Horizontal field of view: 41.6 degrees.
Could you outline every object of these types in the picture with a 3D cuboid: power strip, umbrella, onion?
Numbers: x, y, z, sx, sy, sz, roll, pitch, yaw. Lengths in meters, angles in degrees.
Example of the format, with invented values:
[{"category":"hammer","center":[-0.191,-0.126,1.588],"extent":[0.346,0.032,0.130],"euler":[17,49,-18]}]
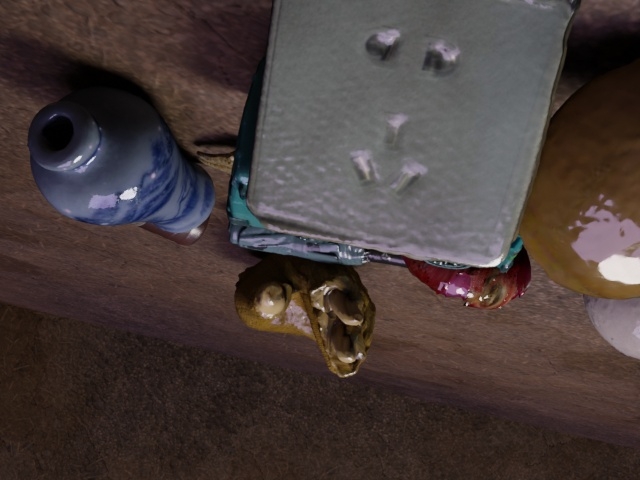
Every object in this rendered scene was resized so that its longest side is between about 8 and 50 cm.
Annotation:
[{"category":"power strip","center":[0.059,-0.094,0.586],"extent":[0.199,0.064,0.213],"euler":[12,120,3]},{"category":"umbrella","center":[-0.001,0.002,1.108],"extent":[0.251,0.053,0.052],"euler":[11,164,9]},{"category":"onion","center":[0.163,-0.009,0.882],"extent":[0.150,0.140,0.150],"euler":[16,-152,-9]}]

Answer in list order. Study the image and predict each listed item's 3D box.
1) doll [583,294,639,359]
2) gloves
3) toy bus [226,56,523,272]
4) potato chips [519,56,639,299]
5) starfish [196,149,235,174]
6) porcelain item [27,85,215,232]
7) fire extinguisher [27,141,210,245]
[{"category":"doll","center":[0.380,0.030,0.775],"extent":[0.151,0.150,0.287],"euler":[20,157,-24]},{"category":"gloves","center":[-0.020,0.085,1.230],"extent":[0.203,0.155,0.356],"euler":[28,177,-22]},{"category":"toy bus","center":[0.050,-0.064,0.705],"extent":[0.256,0.128,0.147],"euler":[10,162,2]},{"category":"potato chips","center":[0.239,-0.031,0.583],"extent":[0.208,0.061,0.195],"euler":[-30,118,23]},{"category":"starfish","center":[-0.020,-0.066,0.900],"extent":[0.248,0.050,0.138],"euler":[4,164,39]},{"category":"porcelain item","center":[-0.200,-0.074,0.875],"extent":[0.141,0.141,0.259],"euler":[8,173,17]},{"category":"fire extinguisher","center":[-0.254,-0.068,1.056],"extent":[0.231,0.071,0.099],"euler":[25,-172,-36]}]
